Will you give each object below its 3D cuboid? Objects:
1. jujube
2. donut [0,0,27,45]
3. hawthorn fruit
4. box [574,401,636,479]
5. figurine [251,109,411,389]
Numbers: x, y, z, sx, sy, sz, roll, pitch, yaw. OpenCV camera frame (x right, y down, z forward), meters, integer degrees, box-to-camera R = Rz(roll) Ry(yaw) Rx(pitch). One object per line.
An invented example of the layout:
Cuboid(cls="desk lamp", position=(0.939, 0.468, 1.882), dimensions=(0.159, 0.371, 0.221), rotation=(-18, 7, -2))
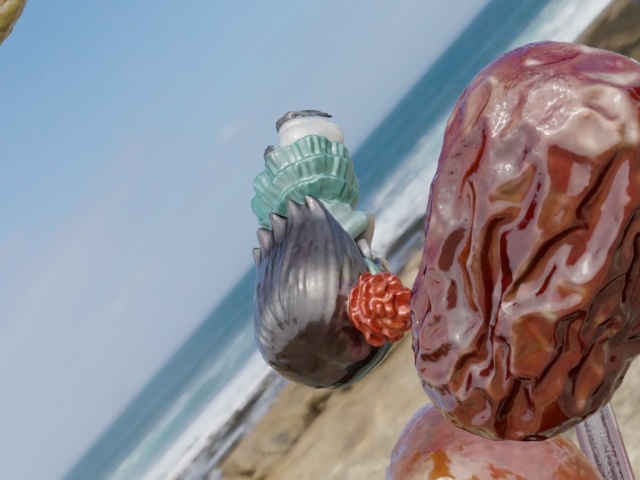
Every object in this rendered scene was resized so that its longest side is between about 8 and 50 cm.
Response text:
Cuboid(cls="jujube", position=(0.131, 0.002, 0.690), dimensions=(0.155, 0.155, 0.230), rotation=(-55, -23, -74))
Cuboid(cls="donut", position=(-0.482, -0.280, 1.474), dimensions=(0.208, 0.128, 0.261), rotation=(-52, 41, -8))
Cuboid(cls="hawthorn fruit", position=(0.152, 0.269, 1.084), dimensions=(0.235, 0.263, 0.231), rotation=(-55, -42, 1))
Cuboid(cls="box", position=(0.418, 0.333, 1.744), dimensions=(0.069, 0.224, 0.120), rotation=(-16, -17, 10))
Cuboid(cls="figurine", position=(0.000, 0.000, 0.956), dimensions=(0.138, 0.110, 0.245), rotation=(119, 150, -43))
